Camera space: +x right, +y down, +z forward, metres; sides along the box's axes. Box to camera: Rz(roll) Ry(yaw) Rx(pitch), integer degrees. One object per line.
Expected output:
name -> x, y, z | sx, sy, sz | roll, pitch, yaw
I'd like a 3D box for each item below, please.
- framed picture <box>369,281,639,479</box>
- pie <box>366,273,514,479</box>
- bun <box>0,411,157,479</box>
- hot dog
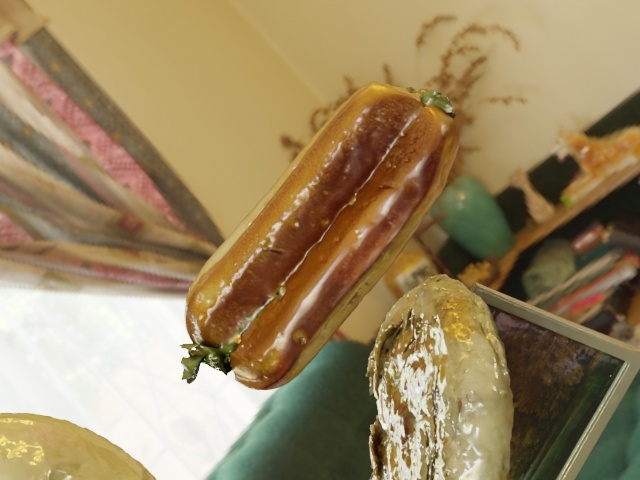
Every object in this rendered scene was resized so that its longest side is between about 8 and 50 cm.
framed picture -> 0.171, 0.178, 0.980 | 0.016, 0.184, 0.249 | -102, 37, -72
pie -> 0.083, 0.152, 0.814 | 0.274, 0.055, 0.274 | -174, 90, -79
bun -> -0.243, 0.317, 0.809 | 0.361, 0.361, 0.213 | -42, 18, -10
hot dog -> 0.000, 0.000, 0.519 | 0.188, 0.072, 0.055 | -50, -7, 2
